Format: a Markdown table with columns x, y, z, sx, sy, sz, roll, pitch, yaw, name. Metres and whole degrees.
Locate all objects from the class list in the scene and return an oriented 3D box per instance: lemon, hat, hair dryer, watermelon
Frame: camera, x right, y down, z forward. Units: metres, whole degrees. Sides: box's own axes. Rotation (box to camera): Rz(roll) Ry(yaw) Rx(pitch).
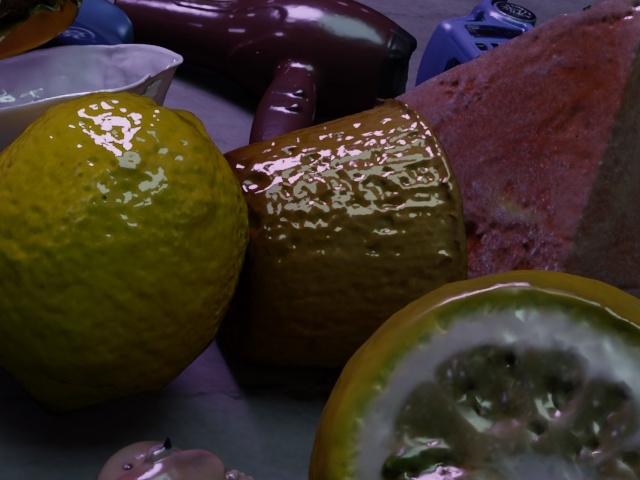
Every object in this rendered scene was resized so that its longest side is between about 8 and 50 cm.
| x | y | z | sx | sy | sz | roll | pitch | yaw | name |
| --- | --- | --- | --- | --- | --- | --- | --- | --- | --- |
| -0.133 | 0.006 | 0.787 | 0.181 | 0.193 | 0.180 | 52 | -2 | 2 | lemon |
| -0.194 | -0.064 | 0.925 | 0.203 | 0.126 | 0.203 | -5 | 21 | 2 | hat |
| -0.077 | -0.128 | 1.188 | 0.312 | 0.123 | 0.340 | 9 | 40 | 4 | hair dryer |
| 0.153 | -0.043 | 1.014 | 0.250 | 0.293 | 0.283 | -19 | 38 | -4 | watermelon |
| 0.116 | 0.141 | 0.686 | 0.240 | 0.240 | 0.219 | 30 | -8 | 19 | lemon |

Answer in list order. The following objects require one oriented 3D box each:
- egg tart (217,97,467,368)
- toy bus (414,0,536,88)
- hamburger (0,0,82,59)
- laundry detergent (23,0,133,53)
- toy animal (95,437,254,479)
| x | y | z | sx | sy | sz | roll | pitch | yaw | name |
| --- | --- | --- | --- | --- | --- | --- | --- | --- | --- |
| 0.000 | 0.000 | 0.896 | 0.147 | 0.203 | 0.203 | -4 | 35 | -19 | egg tart |
| 0.190 | -0.148 | 1.317 | 0.133 | 0.126 | 0.292 | 4 | 33 | -24 | toy bus |
| -0.295 | -0.212 | 0.985 | 0.261 | 0.139 | 0.243 | -2 | 24 | 24 | hamburger |
| -0.237 | -0.170 | 1.138 | 0.143 | 0.094 | 0.290 | -3 | 33 | -11 | laundry detergent |
| -0.081 | 0.165 | 0.686 | 0.083 | 0.089 | 0.150 | 23 | 18 | -37 | toy animal |
